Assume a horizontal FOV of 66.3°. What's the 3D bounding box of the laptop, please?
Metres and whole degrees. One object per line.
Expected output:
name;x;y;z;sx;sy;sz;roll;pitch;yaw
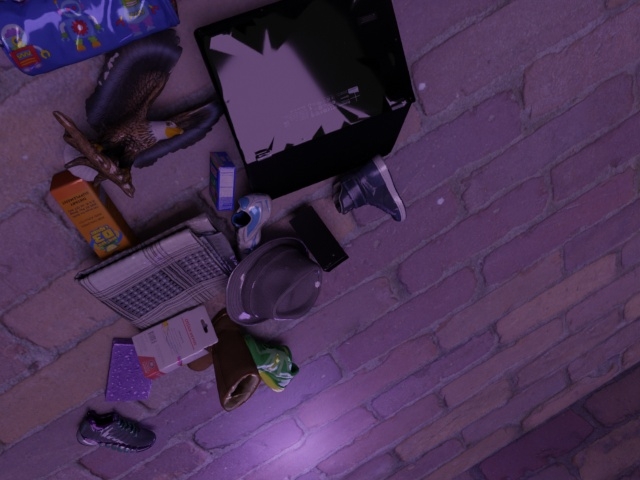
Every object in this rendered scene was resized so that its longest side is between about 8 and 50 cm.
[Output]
laptop;-0.022;-0.299;1.073;0.382;0.236;0.408;-23;112;-8

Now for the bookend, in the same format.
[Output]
bookend;0.000;0.000;1.297;0.072;0.156;0.157;-36;84;2

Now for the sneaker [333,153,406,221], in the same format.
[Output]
sneaker;0.125;-0.102;1.289;0.163;0.086;0.226;-32;131;3

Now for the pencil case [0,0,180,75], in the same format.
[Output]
pencil case;-0.405;-0.392;0.847;0.306;0.119;0.133;-23;136;-8

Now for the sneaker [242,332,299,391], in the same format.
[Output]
sneaker;-0.157;0.342;1.457;0.123;0.109;0.295;-38;137;-6

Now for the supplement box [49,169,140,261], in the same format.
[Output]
supplement box;-0.484;-0.046;1.070;0.078;0.080;0.233;-25;131;-5

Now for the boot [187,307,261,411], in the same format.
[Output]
boot;-0.267;0.337;1.291;0.089;0.269;0.236;22;110;-33

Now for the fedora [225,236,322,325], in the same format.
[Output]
fedora;-0.093;0.121;1.233;0.275;0.124;0.244;-23;129;-46

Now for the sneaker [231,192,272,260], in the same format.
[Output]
sneaker;-0.179;-0.031;1.178;0.086;0.085;0.237;-3;145;-22

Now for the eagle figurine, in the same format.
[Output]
eagle figurine;-0.340;-0.229;0.950;0.225;0.298;0.226;23;145;-3

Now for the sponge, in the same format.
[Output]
sponge;-0.520;0.357;1.349;0.117;0.031;0.210;5;118;-27

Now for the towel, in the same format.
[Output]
towel;-0.352;0.094;1.177;0.324;0.056;0.312;-27;146;-4

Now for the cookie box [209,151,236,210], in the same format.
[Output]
cookie box;-0.224;-0.135;1.113;0.040;0.092;0.107;-5;123;-24

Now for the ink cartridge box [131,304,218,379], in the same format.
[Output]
ink cartridge box;-0.367;0.262;1.268;0.198;0.115;0.067;-24;160;-8

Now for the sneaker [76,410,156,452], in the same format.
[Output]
sneaker;-0.578;0.550;1.422;0.223;0.083;0.098;18;108;-31
